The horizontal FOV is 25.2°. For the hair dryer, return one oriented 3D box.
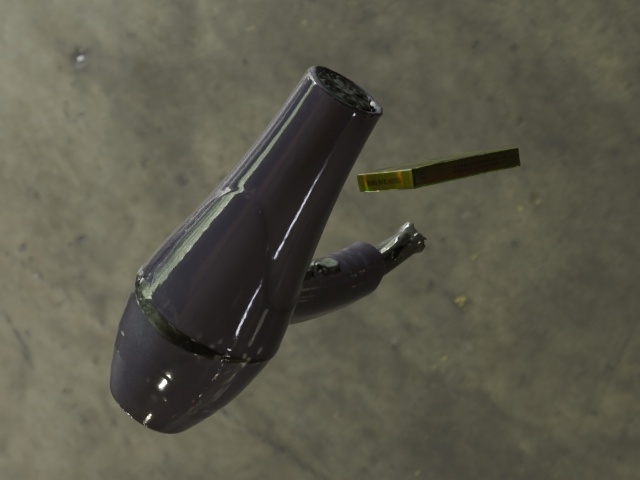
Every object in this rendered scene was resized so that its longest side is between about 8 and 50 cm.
[{"bbox_3d":[0.000,0.000,1.165,0.121,0.361,0.301,41,112,19],"label":"hair dryer"}]

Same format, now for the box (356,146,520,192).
[{"bbox_3d":[0.161,-0.096,1.954,0.121,0.193,0.030,-2,98,55],"label":"box"}]
